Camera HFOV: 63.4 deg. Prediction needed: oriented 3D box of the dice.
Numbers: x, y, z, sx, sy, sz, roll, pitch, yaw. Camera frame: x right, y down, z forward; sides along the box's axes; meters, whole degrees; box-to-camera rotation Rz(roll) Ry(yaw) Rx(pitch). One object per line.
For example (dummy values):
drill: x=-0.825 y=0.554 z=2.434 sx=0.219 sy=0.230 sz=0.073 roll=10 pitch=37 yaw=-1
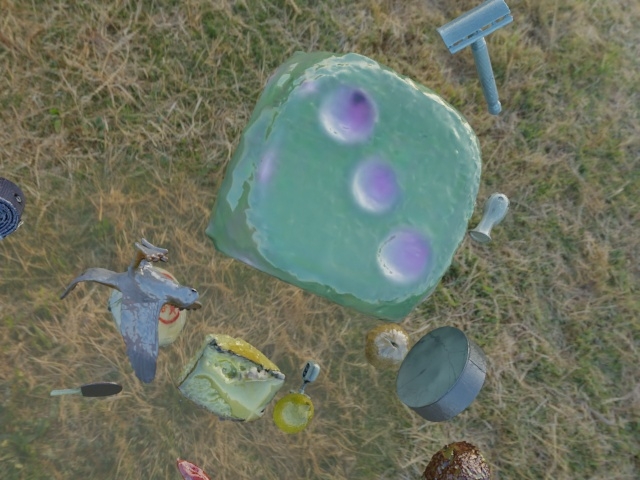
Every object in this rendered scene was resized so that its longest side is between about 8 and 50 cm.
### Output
dice: x=0.026 y=-0.075 z=0.806 sx=0.330 sy=0.318 sz=0.322 roll=26 pitch=85 yaw=-10

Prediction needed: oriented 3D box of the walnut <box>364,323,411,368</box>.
walnut: x=0.147 y=0.236 z=1.144 sx=0.105 sy=0.124 sz=0.105 roll=4 pitch=64 yaw=-8

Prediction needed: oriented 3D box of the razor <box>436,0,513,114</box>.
razor: x=0.288 y=-0.300 z=0.904 sx=0.106 sy=0.232 sz=0.068 roll=-26 pitch=54 yaw=15

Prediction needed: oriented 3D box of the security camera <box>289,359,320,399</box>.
security camera: x=-0.035 y=0.338 z=1.270 sx=0.058 sy=0.058 sz=0.092 roll=22 pitch=82 yaw=-8

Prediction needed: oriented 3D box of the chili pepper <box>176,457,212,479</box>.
chili pepper: x=-0.391 y=0.763 z=1.653 sx=0.191 sy=0.050 sz=0.059 roll=36 pitch=50 yaw=13

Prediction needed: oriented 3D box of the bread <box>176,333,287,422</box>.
bread: x=-0.252 y=0.382 z=1.438 sx=0.262 sy=0.162 sz=0.204 roll=34 pitch=89 yaw=-15

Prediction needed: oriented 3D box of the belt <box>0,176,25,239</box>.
belt: x=-0.767 y=-0.047 z=1.120 sx=0.230 sy=0.140 sz=0.126 roll=-18 pitch=34 yaw=-9

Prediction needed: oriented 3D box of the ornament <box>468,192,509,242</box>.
ornament: x=0.513 y=-0.071 z=1.558 sx=0.081 sy=0.075 sz=0.156 roll=46 pitch=69 yaw=-42

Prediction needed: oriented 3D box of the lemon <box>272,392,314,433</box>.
lemon: x=-0.045 y=0.279 z=0.838 sx=0.062 sy=0.083 sz=0.062 roll=30 pitch=41 yaw=-30

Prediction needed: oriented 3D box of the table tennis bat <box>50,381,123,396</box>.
table tennis bat: x=-0.551 y=0.354 z=1.225 sx=0.156 sy=0.087 sz=0.013 roll=2 pitch=57 yaw=-20

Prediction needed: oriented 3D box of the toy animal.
toy animal: x=-0.384 y=0.086 z=1.059 sx=0.284 sy=0.302 sz=0.225 roll=30 pitch=41 yaw=0

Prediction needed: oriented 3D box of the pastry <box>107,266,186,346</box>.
pastry: x=-0.505 y=0.197 z=1.542 sx=0.133 sy=0.265 sz=0.265 roll=-12 pitch=74 yaw=17

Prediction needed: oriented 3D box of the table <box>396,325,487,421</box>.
table: x=0.172 y=0.191 z=0.746 sx=0.043 sy=0.133 sz=0.133 roll=41 pitch=67 yaw=-17

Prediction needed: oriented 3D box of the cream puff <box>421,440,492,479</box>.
cream puff: x=0.217 y=0.403 z=0.859 sx=0.084 sy=0.149 sz=0.149 roll=22 pitch=69 yaw=-10
